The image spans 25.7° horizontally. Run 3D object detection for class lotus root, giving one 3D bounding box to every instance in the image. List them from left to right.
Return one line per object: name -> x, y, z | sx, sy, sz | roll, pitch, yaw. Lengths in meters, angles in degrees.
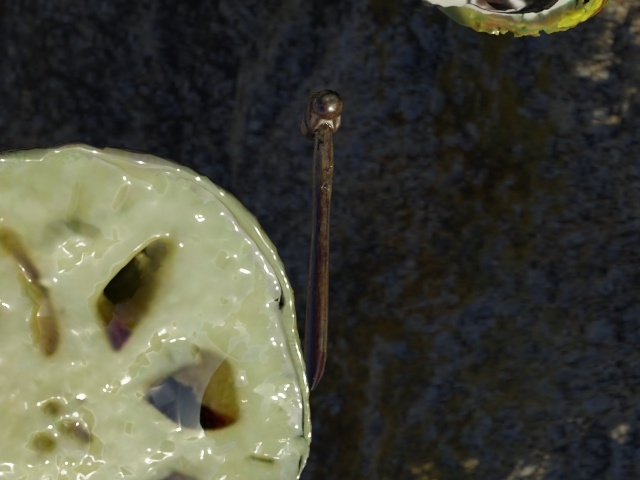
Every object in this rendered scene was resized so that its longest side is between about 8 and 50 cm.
lotus root -> -0.101, 0.055, 0.498 | 0.078, 0.183, 0.204 | -133, 33, -62

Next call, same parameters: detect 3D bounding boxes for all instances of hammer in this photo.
hammer -> 0.000, 0.000, 0.835 | 0.065, 0.021, 0.178 | 144, 127, -80

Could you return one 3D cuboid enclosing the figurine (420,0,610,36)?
figurine -> 0.099, -0.262, 0.834 | 0.323, 0.340, 0.231 | 27, 86, 31
